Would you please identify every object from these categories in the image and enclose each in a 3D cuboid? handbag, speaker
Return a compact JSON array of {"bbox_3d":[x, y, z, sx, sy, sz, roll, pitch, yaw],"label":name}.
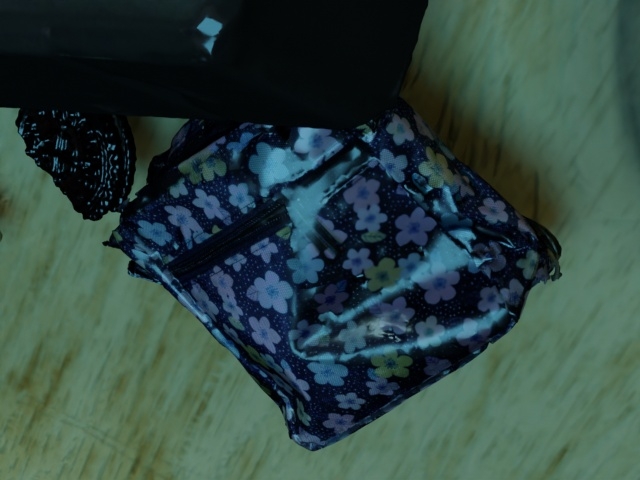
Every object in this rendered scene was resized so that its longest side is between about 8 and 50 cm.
[{"bbox_3d":[0.000,0.000,1.120,0.228,0.127,0.208,-33,102,37],"label":"handbag"},{"bbox_3d":[-0.113,-0.166,1.006,0.388,0.180,0.184,5,83,30],"label":"speaker"}]

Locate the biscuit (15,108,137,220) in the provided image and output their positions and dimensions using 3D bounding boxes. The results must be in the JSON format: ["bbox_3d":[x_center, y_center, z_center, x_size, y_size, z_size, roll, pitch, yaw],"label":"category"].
[{"bbox_3d":[-0.148,-0.055,1.173,0.087,0.027,0.089,-6,97,40],"label":"biscuit"}]

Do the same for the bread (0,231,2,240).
[{"bbox_3d":[-0.298,-0.049,1.230,0.139,0.060,0.178,-15,120,29],"label":"bread"}]
